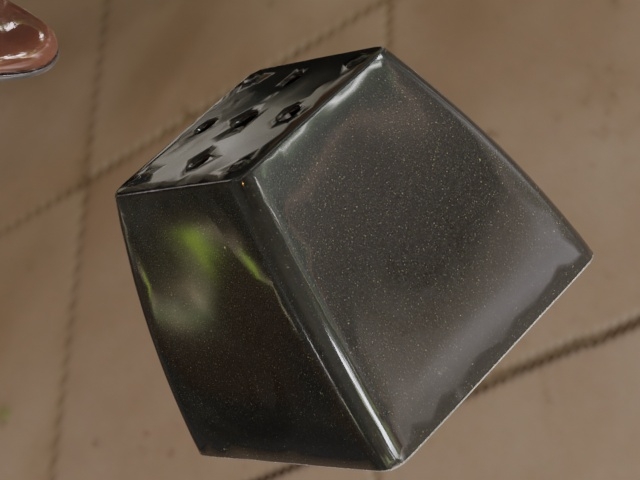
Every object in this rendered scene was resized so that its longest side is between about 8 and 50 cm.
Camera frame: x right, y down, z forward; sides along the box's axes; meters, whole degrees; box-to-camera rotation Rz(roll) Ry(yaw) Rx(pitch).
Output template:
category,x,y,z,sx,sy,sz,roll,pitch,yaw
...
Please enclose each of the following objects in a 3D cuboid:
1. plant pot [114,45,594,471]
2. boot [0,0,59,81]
category,x,y,z,sx,sy,sz,roll,pitch,yaw
plant pot,0.000,0.000,1.083,0.187,0.167,0.188,-43,21,-30
boot,-0.353,-0.299,1.888,0.096,0.264,0.280,-64,1,-43
